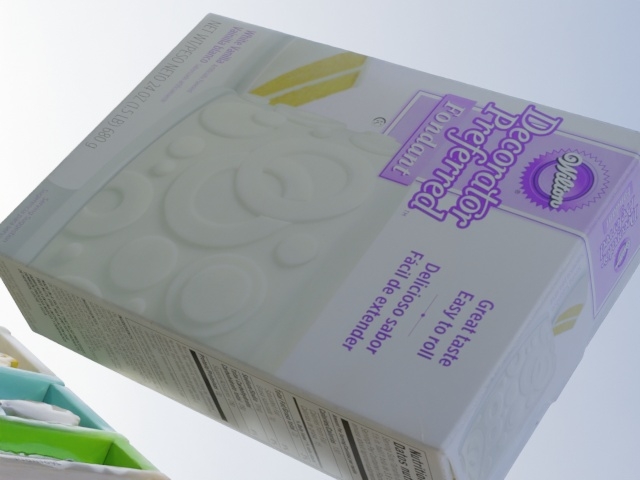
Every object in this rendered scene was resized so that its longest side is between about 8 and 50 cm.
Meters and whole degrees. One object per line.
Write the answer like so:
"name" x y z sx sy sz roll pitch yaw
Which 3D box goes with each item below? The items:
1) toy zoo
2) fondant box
"toy zoo" -0.245 0.089 0.830 0.293 0.192 0.030 29 -81 46
"fondant box" 0.000 0.000 0.785 0.330 0.238 0.096 21 -33 29
